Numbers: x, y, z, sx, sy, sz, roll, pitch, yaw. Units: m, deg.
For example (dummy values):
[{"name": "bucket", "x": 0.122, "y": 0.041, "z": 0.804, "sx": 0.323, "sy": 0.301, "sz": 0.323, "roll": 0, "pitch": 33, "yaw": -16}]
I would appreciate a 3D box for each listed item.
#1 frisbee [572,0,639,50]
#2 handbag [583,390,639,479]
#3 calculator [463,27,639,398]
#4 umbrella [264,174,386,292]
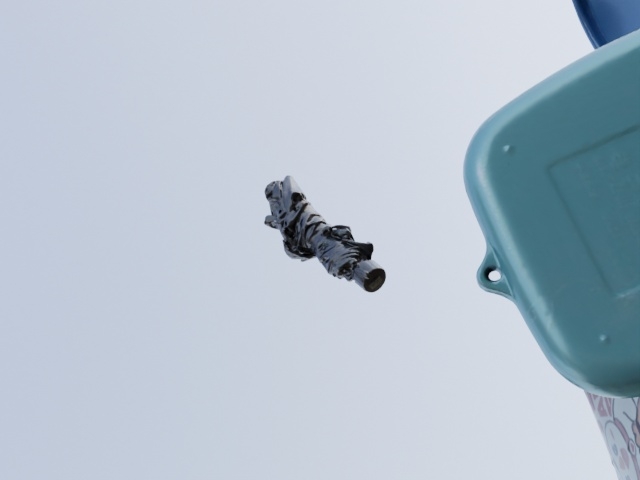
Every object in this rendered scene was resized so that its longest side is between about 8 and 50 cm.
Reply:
[{"name": "frisbee", "x": 0.310, "y": -0.247, "z": 1.127, "sx": 0.045, "sy": 0.242, "sz": 0.242, "roll": -26, "pitch": -52, "yaw": -7}, {"name": "handbag", "x": 0.302, "y": 0.160, "z": 0.896, "sx": 0.151, "sy": 0.171, "sz": 0.298, "roll": 0, "pitch": -30, "yaw": -11}, {"name": "calculator", "x": 0.285, "y": -0.046, "z": 0.790, "sx": 0.386, "sy": 0.256, "sz": 0.054, "roll": -23, "pitch": -20, "yaw": 0}, {"name": "umbrella", "x": -0.002, "y": 0.002, "z": 1.487, "sx": 0.071, "sy": 0.224, "sz": 0.080, "roll": -25, "pitch": -46, "yaw": -28}]
